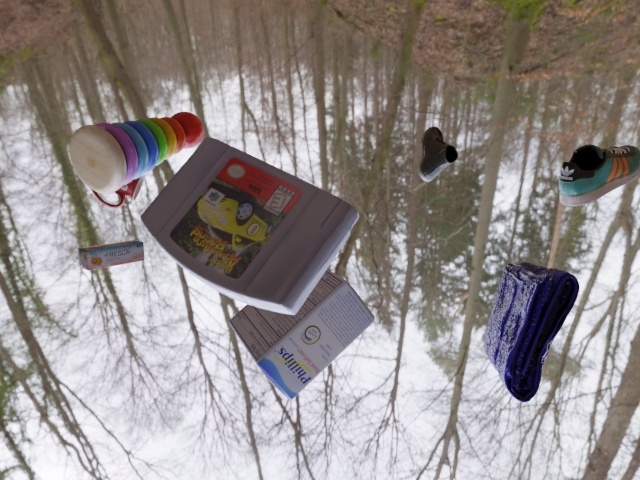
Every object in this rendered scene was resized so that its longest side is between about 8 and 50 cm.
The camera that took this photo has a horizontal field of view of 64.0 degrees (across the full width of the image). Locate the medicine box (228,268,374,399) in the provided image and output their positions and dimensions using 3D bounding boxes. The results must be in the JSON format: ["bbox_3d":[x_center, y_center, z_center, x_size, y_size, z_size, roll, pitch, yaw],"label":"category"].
[{"bbox_3d":[-0.057,0.207,1.317,0.289,0.149,0.263,-42,-154,-9],"label":"medicine box"}]

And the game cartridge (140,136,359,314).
[{"bbox_3d":[-0.117,-0.024,0.741,0.294,0.060,0.196,27,-103,25],"label":"game cartridge"}]

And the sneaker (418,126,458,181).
[{"bbox_3d":[0.383,-0.292,1.617,0.083,0.118,0.222,30,-126,-23],"label":"sneaker"}]

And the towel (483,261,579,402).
[{"bbox_3d":[0.373,0.149,0.969,0.076,0.228,0.308,22,-175,9],"label":"towel"}]

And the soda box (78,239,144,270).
[{"bbox_3d":[-0.628,0.042,1.545,0.058,0.063,0.183,8,-167,39],"label":"soda box"}]

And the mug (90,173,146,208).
[{"bbox_3d":[-0.616,-0.188,1.502,0.169,0.113,0.150,22,-139,-13],"label":"mug"}]

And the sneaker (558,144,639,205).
[{"bbox_3d":[0.725,-0.200,1.315,0.302,0.121,0.108,-29,-152,-26],"label":"sneaker"}]

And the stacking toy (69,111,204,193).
[{"bbox_3d":[-0.379,-0.219,1.148,0.141,0.141,0.330,17,-150,23],"label":"stacking toy"}]
